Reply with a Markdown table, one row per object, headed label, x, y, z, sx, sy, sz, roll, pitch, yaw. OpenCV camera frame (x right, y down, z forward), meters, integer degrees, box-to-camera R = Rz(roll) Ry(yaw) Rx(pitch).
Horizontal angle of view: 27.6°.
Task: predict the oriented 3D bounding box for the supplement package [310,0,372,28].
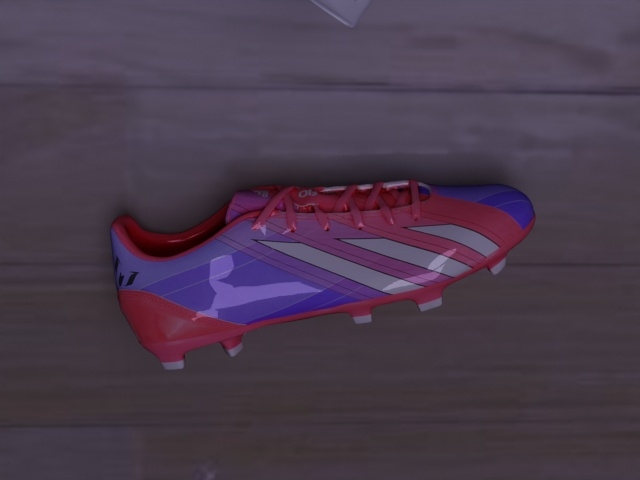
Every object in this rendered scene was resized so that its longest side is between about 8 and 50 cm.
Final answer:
| label | x | y | z | sx | sy | sz | roll | pitch | yaw |
| --- | --- | --- | --- | --- | --- | --- | --- | --- | --- |
| supplement package | 0.022 | -0.217 | 0.659 | 0.105 | 0.105 | 0.179 | 32 | 105 | -15 |

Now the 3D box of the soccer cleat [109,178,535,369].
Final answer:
| label | x | y | z | sx | sy | sz | roll | pitch | yaw |
| --- | --- | --- | --- | --- | --- | --- | --- | --- | --- |
| soccer cleat | 0.000 | 0.000 | 0.755 | 0.248 | 0.083 | 0.095 | -17 | 106 | 4 |
